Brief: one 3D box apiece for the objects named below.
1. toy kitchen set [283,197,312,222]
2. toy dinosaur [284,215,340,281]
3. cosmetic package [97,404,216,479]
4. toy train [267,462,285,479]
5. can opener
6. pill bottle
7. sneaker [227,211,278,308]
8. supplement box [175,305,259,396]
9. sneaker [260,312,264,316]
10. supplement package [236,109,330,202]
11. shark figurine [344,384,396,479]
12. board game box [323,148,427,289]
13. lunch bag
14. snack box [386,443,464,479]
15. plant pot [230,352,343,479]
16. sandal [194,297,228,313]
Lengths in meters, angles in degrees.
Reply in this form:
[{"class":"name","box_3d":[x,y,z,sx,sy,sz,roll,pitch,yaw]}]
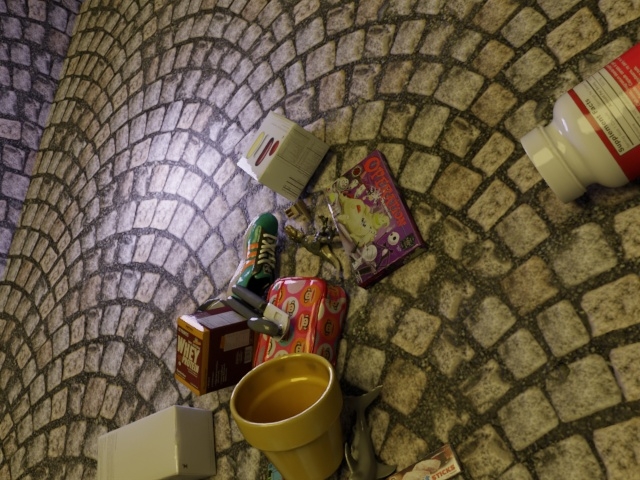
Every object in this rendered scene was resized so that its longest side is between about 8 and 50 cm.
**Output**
[{"class":"toy kitchen set","box_3d":[-0.073,-0.072,1.906,0.075,0.083,0.068,-33,94,26]},{"class":"toy dinosaur","box_3d":[0.000,0.000,1.814,0.268,0.064,0.118,40,113,43]},{"class":"cosmetic package","box_3d":[-0.492,0.635,1.882,0.366,0.155,0.196,-26,57,29]},{"class":"toy train","box_3d":[-0.074,0.607,1.556,0.105,0.080,0.184,-30,23,9]},{"class":"can opener","box_3d":[-0.183,0.187,1.714,0.284,0.095,0.075,25,92,49]},{"class":"pill bottle","box_3d":[0.627,-0.253,1.277,0.408,0.229,0.228,-35,52,24]},{"class":"sneaker","box_3d":[-0.175,0.066,1.898,0.121,0.108,0.301,13,84,46]},{"class":"supplement box","box_3d":[-0.289,0.304,1.789,0.129,0.194,0.191,20,110,44]},{"class":"sneaker","box_3d":[-0.162,0.203,1.853,0.098,0.069,0.038,-35,52,24]},{"class":"supplement package","box_3d":[-0.117,-0.259,1.944,0.203,0.149,0.194,-58,34,4]},{"class":"shark figurine","box_3d":[0.119,0.497,1.488,0.116,0.166,0.278,-4,48,13]},{"class":"board game box","box_3d":[0.139,-0.062,1.734,0.208,0.056,0.346,-34,52,19]},{"class":"lunch bag","box_3d":[-0.069,0.246,1.730,0.258,0.120,0.292,-4,70,44]},{"class":"snack box","box_3d":[0.230,0.521,1.412,0.178,0.022,0.064,-38,52,21]},{"class":"plant pot","box_3d":[-0.055,0.434,1.499,0.254,0.238,0.254,-15,24,7]},{"class":"sandal","box_3d":[-0.352,0.306,1.966,0.120,0.086,0.302,42,114,37]}]
